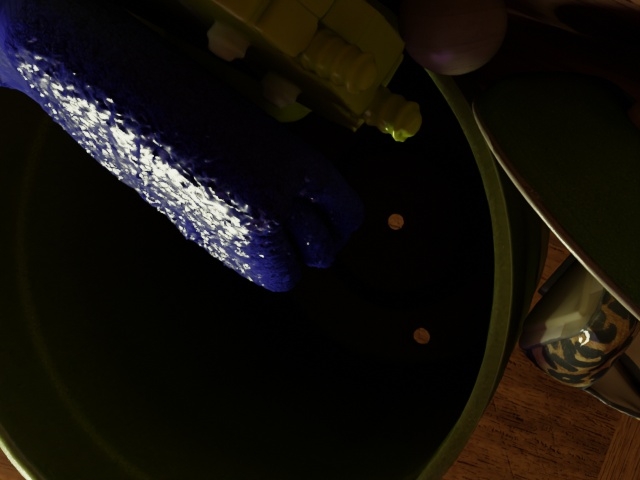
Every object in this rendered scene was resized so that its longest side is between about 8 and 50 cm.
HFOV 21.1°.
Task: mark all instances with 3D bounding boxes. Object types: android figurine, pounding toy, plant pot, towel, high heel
[{"bbox_3d":[-0.067,-0.127,0.833,0.273,0.056,0.248,32,177,25],"label":"android figurine"},{"bbox_3d":[0.160,-0.060,0.861,0.237,0.110,0.183,49,-164,7],"label":"pounding toy"},{"bbox_3d":[0.000,0.000,1.153,0.366,0.366,0.353,20,-168,20],"label":"plant pot"},{"bbox_3d":[-0.125,-0.085,0.874,0.308,0.076,0.227,36,-179,10],"label":"towel"},{"bbox_3d":[0.209,0.081,0.995,0.186,0.093,0.261,42,-173,4],"label":"high heel"}]

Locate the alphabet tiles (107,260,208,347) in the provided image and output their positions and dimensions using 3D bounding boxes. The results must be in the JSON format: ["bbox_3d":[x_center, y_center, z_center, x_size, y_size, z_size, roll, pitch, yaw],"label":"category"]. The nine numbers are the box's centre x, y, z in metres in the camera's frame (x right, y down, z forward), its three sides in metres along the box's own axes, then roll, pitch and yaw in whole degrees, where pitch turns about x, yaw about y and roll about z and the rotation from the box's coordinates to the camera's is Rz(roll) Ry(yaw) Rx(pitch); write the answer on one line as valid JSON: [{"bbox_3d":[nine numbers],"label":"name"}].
[{"bbox_3d":[-0.084,0.011,1.324,0.021,0.278,0.284,-22,176,34],"label":"alphabet tiles"}]
